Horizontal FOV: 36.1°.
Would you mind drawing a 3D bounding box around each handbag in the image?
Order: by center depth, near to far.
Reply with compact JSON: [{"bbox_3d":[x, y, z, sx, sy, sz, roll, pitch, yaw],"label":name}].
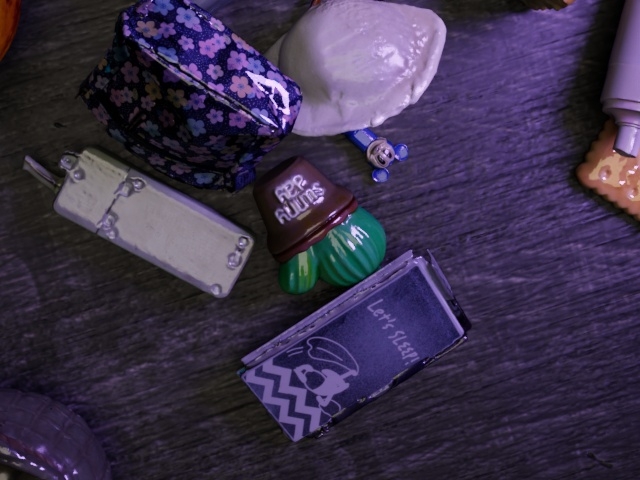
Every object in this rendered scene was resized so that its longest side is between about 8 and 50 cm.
[{"bbox_3d":[-0.142,-0.154,1.091,0.228,0.208,0.127,32,59,-15],"label":"handbag"}]

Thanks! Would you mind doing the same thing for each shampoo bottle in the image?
[{"bbox_3d":[0.394,-0.247,1.151,0.092,0.092,0.303,15,89,-6],"label":"shampoo bottle"}]

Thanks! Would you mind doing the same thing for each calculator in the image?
[{"bbox_3d":[0.045,0.133,1.201,0.274,0.028,0.166,-32,122,1],"label":"calculator"}]

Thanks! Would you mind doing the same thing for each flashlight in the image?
[{"bbox_3d":[0.049,-0.126,1.188,0.121,0.035,0.057,41,94,-9],"label":"flashlight"}]

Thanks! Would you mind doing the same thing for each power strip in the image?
[{"bbox_3d":[-0.219,-0.035,1.173,0.288,0.053,0.093,29,96,-7],"label":"power strip"}]

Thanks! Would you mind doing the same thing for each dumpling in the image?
[{"bbox_3d":[0.034,-0.190,1.119,0.216,0.126,0.166,-2,63,-9],"label":"dumpling"}]

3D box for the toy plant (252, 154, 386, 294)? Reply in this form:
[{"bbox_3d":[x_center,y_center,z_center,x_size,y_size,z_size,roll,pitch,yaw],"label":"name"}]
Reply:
[{"bbox_3d":[0.000,0.000,1.169,0.143,0.105,0.200,-37,105,-7],"label":"toy plant"}]

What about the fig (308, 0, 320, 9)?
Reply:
[{"bbox_3d":[0.001,-0.368,1.121,0.146,0.134,0.201,-3,124,26],"label":"fig"}]

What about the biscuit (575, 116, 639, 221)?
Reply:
[{"bbox_3d":[0.441,-0.142,1.216,0.160,0.030,0.250,32,95,-8],"label":"biscuit"}]

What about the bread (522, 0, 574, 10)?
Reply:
[{"bbox_3d":[0.303,-0.383,1.087,0.162,0.204,0.262,7,101,-2],"label":"bread"}]

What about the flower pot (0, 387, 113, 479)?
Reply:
[{"bbox_3d":[-0.398,0.313,1.130,0.302,0.213,0.302,-1,98,-5],"label":"flower pot"}]

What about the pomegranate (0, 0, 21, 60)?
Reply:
[{"bbox_3d":[-0.475,-0.261,1.006,0.319,0.319,0.319,-1,98,-4],"label":"pomegranate"}]

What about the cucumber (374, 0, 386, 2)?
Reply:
[{"bbox_3d":[0.085,-0.258,1.173,0.135,0.034,0.033,37,99,-8],"label":"cucumber"}]

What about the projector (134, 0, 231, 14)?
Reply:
[{"bbox_3d":[-0.152,-0.378,1.053,0.108,0.198,0.250,-38,100,-43],"label":"projector"}]
